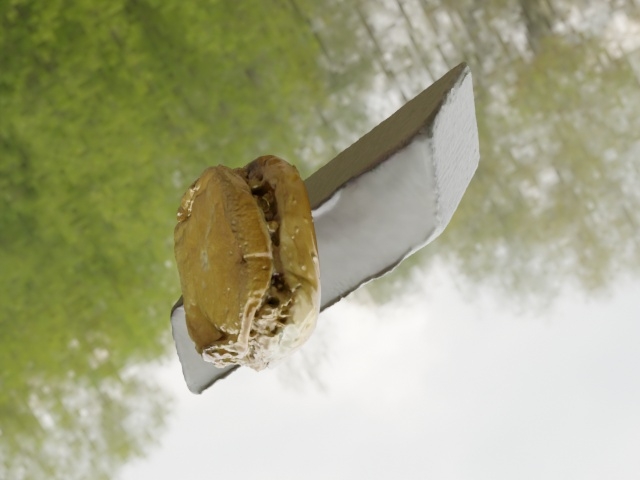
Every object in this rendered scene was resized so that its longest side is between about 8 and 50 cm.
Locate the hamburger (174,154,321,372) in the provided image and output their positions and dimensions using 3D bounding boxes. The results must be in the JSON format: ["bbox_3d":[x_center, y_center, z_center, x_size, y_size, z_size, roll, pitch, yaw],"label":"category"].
[{"bbox_3d":[-0.052,0.016,1.107,0.083,0.147,0.138,-1,161,-25],"label":"hamburger"}]

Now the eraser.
[{"bbox_3d":[0.001,0.001,1.238,0.352,0.077,0.111,-36,-168,37],"label":"eraser"}]
